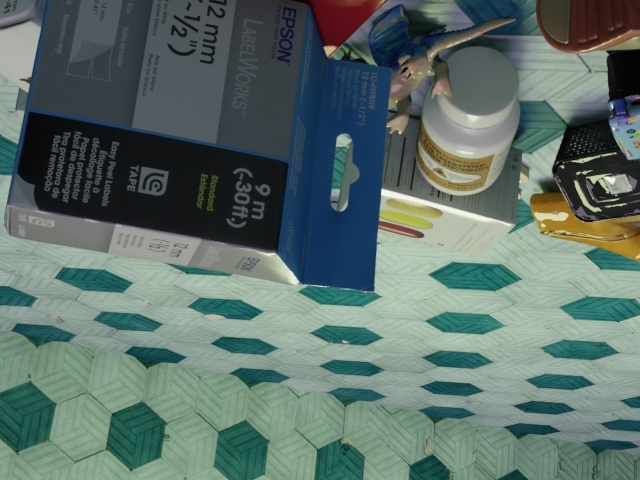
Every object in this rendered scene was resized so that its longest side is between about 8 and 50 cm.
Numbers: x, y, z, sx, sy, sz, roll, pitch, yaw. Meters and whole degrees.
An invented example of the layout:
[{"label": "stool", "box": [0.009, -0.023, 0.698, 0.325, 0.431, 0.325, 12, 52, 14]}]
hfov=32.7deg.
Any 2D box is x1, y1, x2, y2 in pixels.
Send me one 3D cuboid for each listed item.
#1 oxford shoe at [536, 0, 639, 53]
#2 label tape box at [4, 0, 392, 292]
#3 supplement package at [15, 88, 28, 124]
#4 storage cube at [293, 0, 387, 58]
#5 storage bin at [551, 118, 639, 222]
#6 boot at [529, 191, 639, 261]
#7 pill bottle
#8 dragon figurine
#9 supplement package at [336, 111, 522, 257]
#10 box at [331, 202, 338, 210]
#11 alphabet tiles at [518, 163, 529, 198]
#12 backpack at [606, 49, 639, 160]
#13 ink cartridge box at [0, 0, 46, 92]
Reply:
[{"label": "oxford shoe", "box": [0.419, -0.280, 1.117, 0.146, 0.140, 0.397, -6, -177, -42]}, {"label": "label tape box", "box": [-0.094, -0.103, 1.011, 0.348, 0.249, 0.115, 10, 163, -11]}, {"label": "supplement package", "box": [-0.292, -0.192, 1.510, 0.203, 0.149, 0.194, 5, 160, -1]}, {"label": "storage cube", "box": [-0.040, -0.309, 1.070, 0.193, 0.183, 0.215, 14, 158, -22]}, {"label": "storage bin", "box": [0.439, -0.106, 1.566, 0.180, 0.084, 0.122, -10, 128, 36]}, {"label": "boot", "box": [0.493, -0.019, 1.854, 0.211, 0.104, 0.295, -2, 154, 36]}, {"label": "pill bottle", "box": [0.201, -0.161, 1.479, 0.131, 0.131, 0.229, 5, 160, 2]}, {"label": "dragon figurine", "box": [0.108, -0.234, 1.372, 0.085, 0.144, 0.289, 20, 136, -30]}, {"label": "supplement package", "box": [0.163, -0.084, 1.656, 0.244, 0.134, 0.139, 14, 154, -9]}, {"label": "box", "box": [0.000, 0.000, 2.033, 0.130, 0.091, 0.170, 3, 159, 8]}, {"label": "alphabet tiles", "box": [0.191, -0.103, 1.803, 0.284, 0.021, 0.278, -12, 153, 39]}, {"label": "backpack", "box": [0.458, -0.182, 1.376, 0.173, 0.117, 0.158, -6, 158, 22]}, {"label": "ink cartridge box", "box": [-0.241, -0.252, 1.222, 0.131, 0.226, 0.306, -8, 155, 30]}]
